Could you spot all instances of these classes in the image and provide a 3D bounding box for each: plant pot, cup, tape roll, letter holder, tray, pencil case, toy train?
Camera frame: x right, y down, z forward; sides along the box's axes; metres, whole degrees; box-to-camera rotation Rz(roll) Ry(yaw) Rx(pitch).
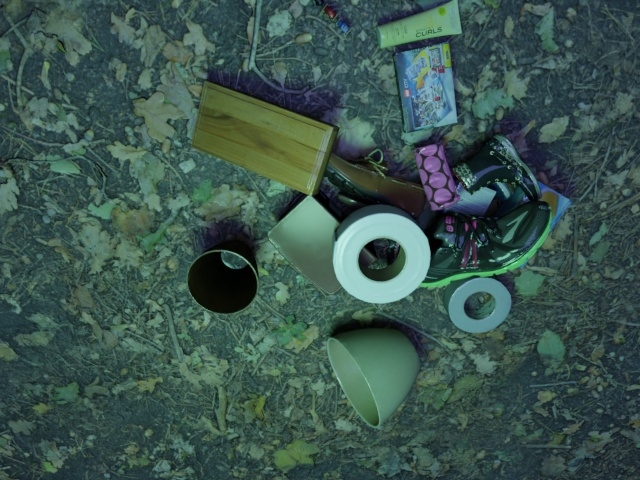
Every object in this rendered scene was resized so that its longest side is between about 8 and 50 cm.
[{"bbox_3d":[-0.291,0.088,1.392,0.216,0.230,0.215,0,110,0],"label":"plant pot"},{"bbox_3d":[0.205,0.439,1.507,0.237,0.331,0.331,-23,111,-20],"label":"cup"},{"bbox_3d":[0.552,0.215,1.528,0.219,0.072,0.219,0,111,-1],"label":"tape roll"},{"bbox_3d":[0.175,0.040,1.284,0.286,0.100,0.286,0,111,0],"label":"tape roll"},{"bbox_3d":[0.000,0.000,1.406,0.214,0.152,0.302,-42,105,16],"label":"letter holder"},{"bbox_3d":[-0.171,-0.301,1.264,0.411,0.076,0.202,23,109,13],"label":"tray"},{"bbox_3d":[0.359,-0.199,1.328,0.098,0.095,0.209,-22,85,37],"label":"pencil case"},{"bbox_3d":[0.030,-0.646,1.226,0.158,0.036,0.027,41,105,-14],"label":"toy train"}]

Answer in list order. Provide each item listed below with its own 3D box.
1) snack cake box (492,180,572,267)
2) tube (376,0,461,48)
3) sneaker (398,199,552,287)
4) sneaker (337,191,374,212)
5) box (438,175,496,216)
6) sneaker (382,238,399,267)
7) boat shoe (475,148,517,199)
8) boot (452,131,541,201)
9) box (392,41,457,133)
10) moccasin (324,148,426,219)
[{"bbox_3d":[0.662,-0.062,1.417,0.152,0.089,0.264,26,108,-10],"label":"snack cake box"},{"bbox_3d":[0.281,-0.611,1.232,0.240,0.062,0.070,-14,150,0],"label":"tube"},{"bbox_3d":[0.453,0.001,1.319,0.483,0.185,0.202,-27,121,29],"label":"sneaker"},{"bbox_3d":[0.134,-0.094,1.415,0.189,0.066,0.071,22,111,-7],"label":"sneaker"},{"bbox_3d":[0.472,-0.127,1.401,0.126,0.072,0.137,21,108,-7],"label":"box"},{"bbox_3d":[0.237,0.045,1.483,0.057,0.047,0.119,15,106,10],"label":"sneaker"},{"bbox_3d":[0.560,-0.221,1.377,0.066,0.066,0.183,-36,102,-9],"label":"boat shoe"},{"bbox_3d":[0.531,-0.181,1.303,0.179,0.085,0.236,-35,96,9],"label":"boot"},{"bbox_3d":[0.314,-0.454,1.294,0.159,0.044,0.233,-11,110,4],"label":"box"},{"bbox_3d":[0.165,-0.196,1.342,0.380,0.139,0.146,22,87,-9],"label":"moccasin"}]
